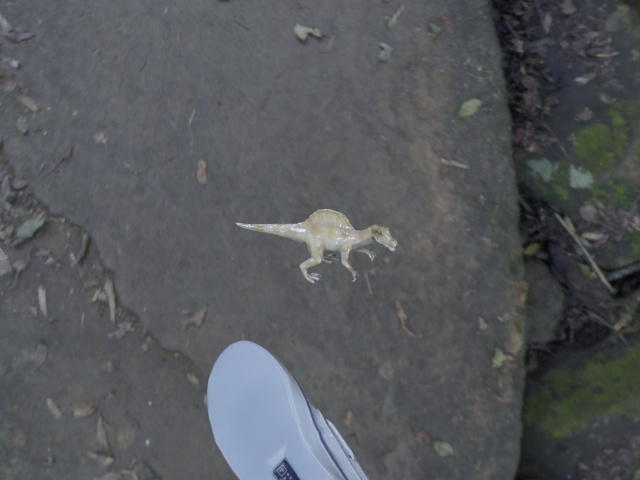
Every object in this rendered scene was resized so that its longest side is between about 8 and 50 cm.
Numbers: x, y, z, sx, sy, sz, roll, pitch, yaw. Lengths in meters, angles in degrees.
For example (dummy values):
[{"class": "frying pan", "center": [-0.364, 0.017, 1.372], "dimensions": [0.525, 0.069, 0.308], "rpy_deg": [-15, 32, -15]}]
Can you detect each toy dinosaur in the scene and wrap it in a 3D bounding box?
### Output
[{"class": "toy dinosaur", "center": [0.000, 0.000, 0.971], "dimensions": [0.183, 0.053, 0.093], "rpy_deg": [4, 131, 9]}]

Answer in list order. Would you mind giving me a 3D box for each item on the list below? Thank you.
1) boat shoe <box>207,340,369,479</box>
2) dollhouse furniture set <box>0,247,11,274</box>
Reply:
[{"class": "boat shoe", "center": [-0.019, 0.202, 0.752], "dimensions": [0.095, 0.258, 0.084], "rpy_deg": [-40, 144, 10]}, {"class": "dollhouse furniture set", "center": [-0.527, 0.002, 1.152], "dimensions": [0.151, 0.144, 0.123], "rpy_deg": [-25, 134, -30]}]
